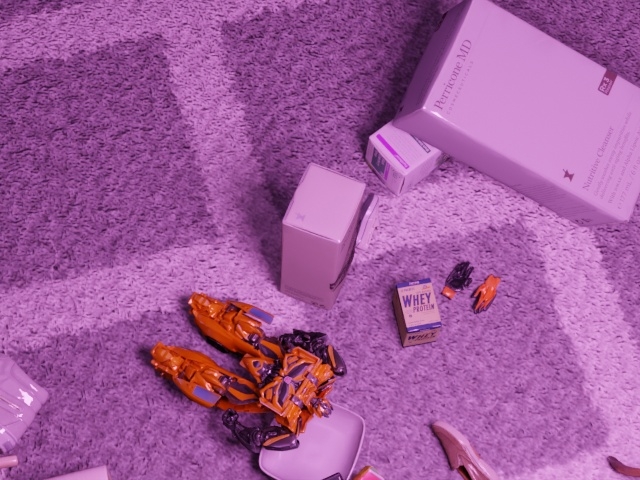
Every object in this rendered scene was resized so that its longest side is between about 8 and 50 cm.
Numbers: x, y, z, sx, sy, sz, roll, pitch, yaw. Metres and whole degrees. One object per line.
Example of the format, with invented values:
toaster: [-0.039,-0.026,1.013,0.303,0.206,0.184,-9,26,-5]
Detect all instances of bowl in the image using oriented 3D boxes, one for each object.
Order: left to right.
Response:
bowl: [-0.013,0.315,1.905,0.142,0.053,0.142,20,67,6]

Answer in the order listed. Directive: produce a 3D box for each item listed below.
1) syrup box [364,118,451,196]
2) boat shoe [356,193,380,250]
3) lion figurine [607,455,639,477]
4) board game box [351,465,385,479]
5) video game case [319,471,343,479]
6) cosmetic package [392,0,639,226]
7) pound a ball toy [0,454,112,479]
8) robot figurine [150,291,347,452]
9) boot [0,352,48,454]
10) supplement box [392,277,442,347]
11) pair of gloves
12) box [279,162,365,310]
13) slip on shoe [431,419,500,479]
syrup box: [0.192,-0.187,2.099,0.237,0.093,0.096,-36,74,-15]
boat shoe: [0.081,-0.029,2.066,0.035,0.035,0.100,30,63,-19]
lion figurine: [0.502,0.465,1.762,0.142,0.240,0.392,-15,68,-8]
board game box: [0.021,0.461,1.823,0.259,0.039,0.124,-42,94,-17]
video game case: [-0.031,0.500,1.747,0.248,0.035,0.275,-24,84,0]
cosmetic package: [0.336,-0.200,1.999,0.385,0.156,0.217,26,80,-14]
pound a ball toy: [-0.460,0.387,1.813,0.319,0.136,0.208,-12,69,-8]
robot figurine: [-0.107,0.195,1.899,0.291,0.085,0.211,22,67,29]
boot: [-0.543,0.209,1.917,0.258,0.095,0.123,34,62,4]
supplement box: [0.151,0.114,1.978,0.056,0.083,0.083,-10,68,-6]
pair of gloves: [0.245,0.077,2.038,0.083,0.010,0.074,28,70,12]
box: [0.000,0.000,1.915,0.094,0.275,0.113,21,68,6]
slip on shoe: [0.214,0.333,1.910,0.041,0.051,0.135,-40,82,-19]
